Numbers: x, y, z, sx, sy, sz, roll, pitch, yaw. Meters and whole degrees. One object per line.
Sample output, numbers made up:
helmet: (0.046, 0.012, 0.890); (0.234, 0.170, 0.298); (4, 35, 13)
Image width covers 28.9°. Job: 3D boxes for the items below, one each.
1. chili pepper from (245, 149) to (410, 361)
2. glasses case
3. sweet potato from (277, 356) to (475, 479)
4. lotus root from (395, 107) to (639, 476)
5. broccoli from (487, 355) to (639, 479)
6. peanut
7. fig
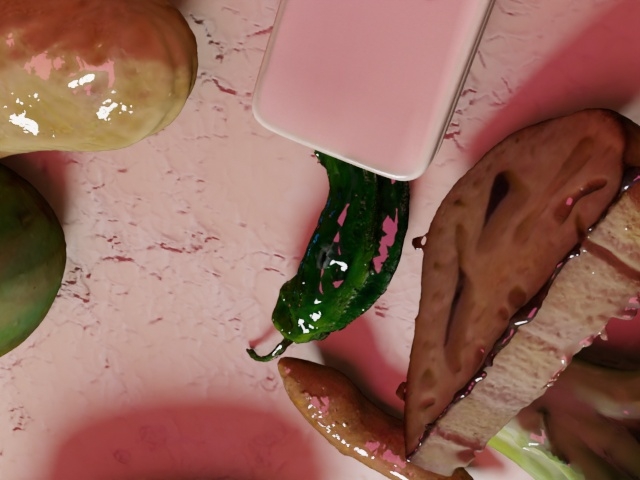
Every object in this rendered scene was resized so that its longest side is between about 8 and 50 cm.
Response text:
chili pepper: (0.001, 0.000, 0.953); (0.122, 0.065, 0.279); (23, 119, 24)
glasses case: (0.061, -0.202, 0.800); (0.131, 0.070, 0.313); (22, 112, 6)
sweet potato: (0.050, 0.165, 1.022); (0.218, 0.051, 0.065); (36, 153, -7)
lotus root: (0.136, 0.019, 0.856); (0.074, 0.170, 0.261); (22, 122, -32)
broccoli: (0.227, 0.182, 0.856); (0.302, 0.249, 0.375); (17, 125, 7)
peanut: (-0.237, -0.135, 0.932); (0.318, 0.147, 0.148); (-2, 115, 26)
fig: (-0.297, 0.021, 1.008); (0.181, 0.191, 0.181); (-2, 98, -14)
